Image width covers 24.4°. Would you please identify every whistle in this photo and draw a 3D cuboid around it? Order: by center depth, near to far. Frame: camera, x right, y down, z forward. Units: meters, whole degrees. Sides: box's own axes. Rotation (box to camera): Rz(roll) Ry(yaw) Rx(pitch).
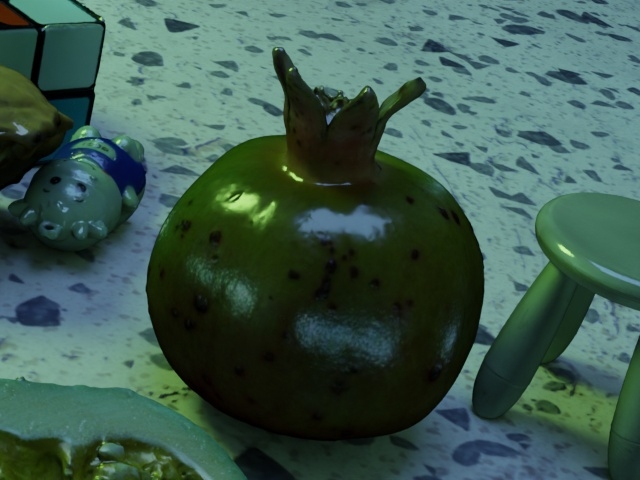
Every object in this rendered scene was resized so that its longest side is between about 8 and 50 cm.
[{"bbox_3d":[-0.229,-0.057,1.479,0.110,0.092,0.244,15,27,8],"label":"whistle"}]

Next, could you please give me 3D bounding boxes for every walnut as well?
[{"bbox_3d":[-0.348,-0.093,1.353,0.141,0.204,0.238,58,31,-3],"label":"walnut"}]

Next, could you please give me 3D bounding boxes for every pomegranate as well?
[{"bbox_3d":[-0.004,0.001,1.244,0.291,0.323,0.291,0,7,0],"label":"pomegranate"}]

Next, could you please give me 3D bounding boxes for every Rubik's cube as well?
[{"bbox_3d":[-0.356,-0.188,1.584,0.180,0.167,0.183,-11,38,-44],"label":"Rubik's cube"}]

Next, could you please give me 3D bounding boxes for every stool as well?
[{"bbox_3d":[0.264,0.083,1.359,0.195,0.198,0.195,26,26,19],"label":"stool"}]

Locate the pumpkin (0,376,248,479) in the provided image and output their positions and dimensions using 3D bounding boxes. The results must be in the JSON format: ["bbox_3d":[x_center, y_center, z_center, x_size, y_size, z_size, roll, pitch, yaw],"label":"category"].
[{"bbox_3d":[-0.180,0.237,0.829,0.293,0.197,0.263,7,39,-32],"label":"pumpkin"}]
